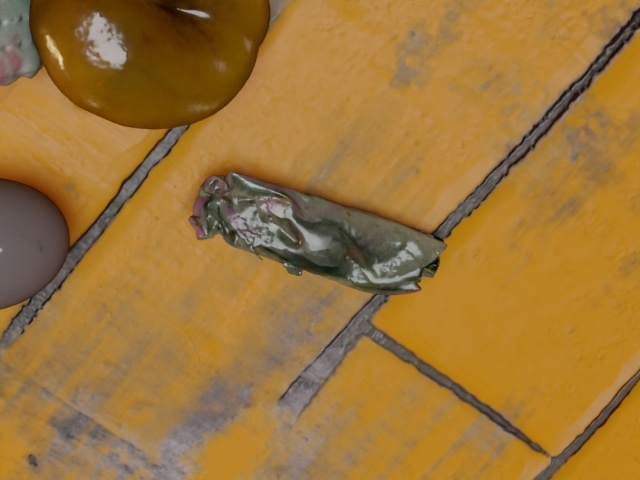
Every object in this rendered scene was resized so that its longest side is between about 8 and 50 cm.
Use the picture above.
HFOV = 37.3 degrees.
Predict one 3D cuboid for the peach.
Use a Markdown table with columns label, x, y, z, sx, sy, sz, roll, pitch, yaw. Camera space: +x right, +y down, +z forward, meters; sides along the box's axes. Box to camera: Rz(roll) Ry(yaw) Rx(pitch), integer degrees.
| label | x | y | z | sx | sy | sz | roll | pitch | yaw |
| --- | --- | --- | --- | --- | --- | --- | --- | --- | --- |
| peach | -0.164 | -0.231 | 0.949 | 0.251 | 0.153 | 0.251 | -5 | 101 | -30 |

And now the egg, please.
| label | x | y | z | sx | sy | sz | roll | pitch | yaw |
| --- | --- | --- | --- | --- | --- | --- | --- | --- | --- |
| egg | -0.373 | 0.005 | 1.028 | 0.199 | 0.146 | 0.146 | -5 | 108 | 1 |

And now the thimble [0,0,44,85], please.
| label | x | y | z | sx | sy | sz | roll | pitch | yaw |
| --- | --- | --- | --- | --- | --- | --- | --- | --- | --- |
| thimble | -0.375 | -0.222 | 0.924 | 0.186 | 0.211 | 0.149 | 0 | 111 | 8 |

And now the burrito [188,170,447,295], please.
| label | x | y | z | sx | sy | sz | roll | pitch | yaw |
| --- | --- | --- | --- | --- | --- | --- | --- | --- | --- |
| burrito | 0.001 | -0.003 | 1.107 | 0.309 | 0.066 | 0.096 | 16 | 103 | -13 |
